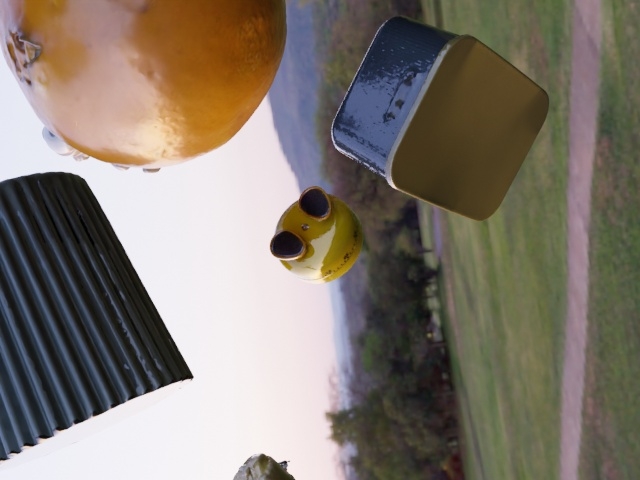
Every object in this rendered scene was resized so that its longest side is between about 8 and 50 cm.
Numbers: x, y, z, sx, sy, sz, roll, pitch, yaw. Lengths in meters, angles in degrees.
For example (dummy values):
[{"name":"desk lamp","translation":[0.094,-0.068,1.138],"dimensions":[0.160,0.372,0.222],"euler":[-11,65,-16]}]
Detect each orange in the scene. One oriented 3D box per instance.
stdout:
[{"name":"orange","translation":[-0.185,-0.232,0.920],"dimensions":[0.312,0.312,0.312],"euler":[-8,-90,-89]}]

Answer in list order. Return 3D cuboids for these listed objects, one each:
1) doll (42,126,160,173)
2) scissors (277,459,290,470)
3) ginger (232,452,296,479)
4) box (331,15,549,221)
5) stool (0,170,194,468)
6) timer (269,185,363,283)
[{"name":"doll","translation":[-0.425,-0.220,1.708],"dimensions":[0.119,0.278,0.154],"euler":[-20,-59,-64]},{"name":"scissors","translation":[-0.185,0.281,0.823],"dimensions":[0.029,0.360,0.191],"euler":[65,154,8]},{"name":"ginger","translation":[-0.007,0.223,0.627],"dimensions":[0.214,0.058,0.133],"euler":[61,-167,-22]},{"name":"box","translation":[0.112,-0.112,0.808],"dimensions":[0.201,0.090,0.145],"euler":[14,-75,-50]},{"name":"stool","translation":[-0.372,0.104,1.188],"dimensions":[0.297,0.297,0.330],"euler":[75,170,-81]},{"name":"timer","translation":[0.000,0.000,1.017],"dimensions":[0.109,0.107,0.107],"euler":[39,-142,-55]}]
